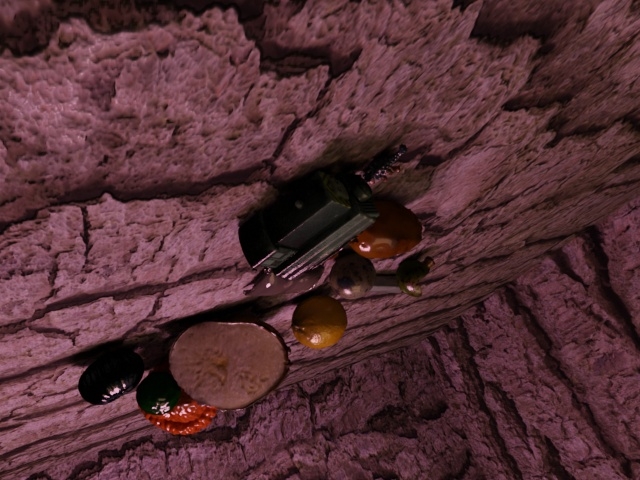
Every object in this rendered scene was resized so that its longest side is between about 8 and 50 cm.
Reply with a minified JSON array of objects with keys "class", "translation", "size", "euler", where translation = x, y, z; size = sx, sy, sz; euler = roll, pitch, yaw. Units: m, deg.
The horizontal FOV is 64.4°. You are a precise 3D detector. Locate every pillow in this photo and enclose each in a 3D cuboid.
[{"class":"pillow","translation":[-0.101,0.130,1.553],"size":[0.254,0.059,0.169],"euler":[-1,152,-45]}]

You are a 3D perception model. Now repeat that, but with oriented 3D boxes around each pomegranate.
[{"class":"pomegranate","translation":[0.351,0.126,1.928],"size":[0.143,0.122,0.169],"euler":[-53,166,-78]}]

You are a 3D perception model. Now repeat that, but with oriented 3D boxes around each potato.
[{"class":"potato","translation":[-0.302,0.390,1.718],"size":[0.396,0.290,0.296],"euler":[-2,-179,-15]}]

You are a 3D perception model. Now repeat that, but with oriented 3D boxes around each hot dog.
[{"class":"hot dog","translation":[-0.454,0.361,1.728],"size":[0.099,0.053,0.192],"euler":[-33,159,7]}]

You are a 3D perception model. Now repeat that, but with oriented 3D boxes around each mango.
[{"class":"mango","translation":[0.177,-0.024,1.354],"size":[0.248,0.151,0.156],"euler":[4,111,-44]}]

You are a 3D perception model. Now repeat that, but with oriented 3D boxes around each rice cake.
[{"class":"rice cake","translation":[0.234,0.170,1.972],"size":[0.066,0.063,0.336],"euler":[-40,153,28]}]

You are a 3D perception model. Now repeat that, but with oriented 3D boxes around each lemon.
[{"class":"lemon","translation":[-0.004,0.293,1.843],"size":[0.231,0.192,0.192],"euler":[-3,150,-45]}]

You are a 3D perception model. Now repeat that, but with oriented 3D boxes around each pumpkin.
[{"class":"pumpkin","translation":[-0.636,0.411,1.547],"size":[0.201,0.140,0.202],"euler":[-34,169,-8]}]

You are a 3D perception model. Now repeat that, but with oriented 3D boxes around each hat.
[{"class":"hat","translation":[-0.469,0.499,1.704],"size":[0.285,0.286,0.400],"euler":[-16,161,-20]}]

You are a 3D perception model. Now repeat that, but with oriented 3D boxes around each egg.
[{"class":"egg","translation":[0.106,0.110,1.608],"size":[0.141,0.141,0.181],"euler":[-38,171,32]}]

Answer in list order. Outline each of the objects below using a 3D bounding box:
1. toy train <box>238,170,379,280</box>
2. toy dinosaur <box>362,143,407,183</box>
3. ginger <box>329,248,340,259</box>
[{"class":"toy train","translation":[-0.035,-0.033,1.150],"size":[0.330,0.139,0.178],"euler":[-37,150,27]},{"class":"toy dinosaur","translation":[0.142,-0.167,1.133],"size":[0.055,0.049,0.154],"euler":[-2,155,-36]},{"class":"ginger","translation":[0.000,0.000,1.345],"size":[0.162,0.073,0.103],"euler":[9,128,-44]}]
